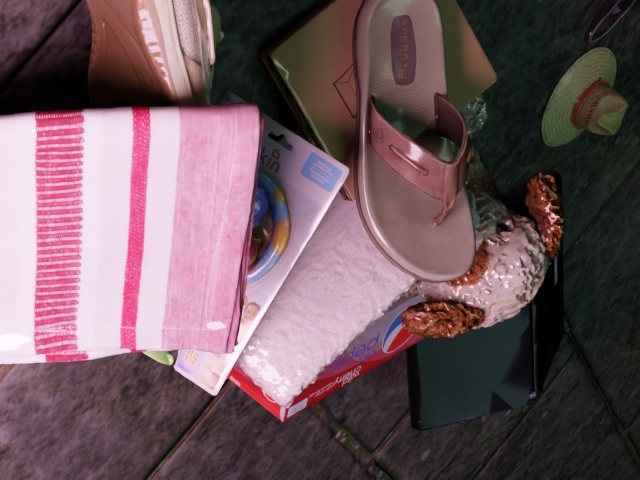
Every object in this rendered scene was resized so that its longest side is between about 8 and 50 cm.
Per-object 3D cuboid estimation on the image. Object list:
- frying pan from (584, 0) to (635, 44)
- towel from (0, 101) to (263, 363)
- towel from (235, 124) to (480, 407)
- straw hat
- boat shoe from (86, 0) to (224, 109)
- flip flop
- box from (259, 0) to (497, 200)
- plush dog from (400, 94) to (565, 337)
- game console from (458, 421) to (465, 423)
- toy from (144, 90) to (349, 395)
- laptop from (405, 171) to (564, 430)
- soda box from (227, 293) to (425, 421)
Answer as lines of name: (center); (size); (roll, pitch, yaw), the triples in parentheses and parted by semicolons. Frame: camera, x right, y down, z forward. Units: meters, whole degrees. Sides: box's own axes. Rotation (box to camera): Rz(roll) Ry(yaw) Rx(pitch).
frying pan: (0.409, -0.373, 1.949); (0.326, 0.053, 0.197); (-37, 132, -17)
towel: (-0.211, 0.004, 1.296); (0.329, 0.037, 0.237); (-4, 131, -13)
towel: (0.000, 0.000, 1.626); (0.282, 0.187, 0.049); (-44, 175, -19)
straw hat: (0.330, -0.156, 2.069); (0.144, 0.061, 0.144); (-37, 147, -28)
boat shoe: (-0.116, -0.156, 1.322); (0.098, 0.109, 0.302); (-33, 125, -37)
flip flop: (0.092, -0.096, 1.576); (0.112, 0.080, 0.277); (-8, 98, -26)
box: (0.056, -0.160, 1.615); (0.201, 0.021, 0.164); (-40, 113, -23)
plush dog: (0.121, 0.001, 1.758); (0.262, 0.225, 0.211); (-44, 150, -18)
game console: (0.199, 0.134, 2.155); (0.144, 0.085, 0.124); (-40, 163, -25)
toy: (-0.094, 0.004, 1.530); (0.237, 0.137, 0.056); (-60, 165, 13)
laptop: (0.202, 0.071, 2.105); (0.264, 0.136, 0.234); (-55, 145, -57)
soda box: (0.026, 0.086, 1.848); (0.263, 0.092, 0.083); (-26, 140, -40)
